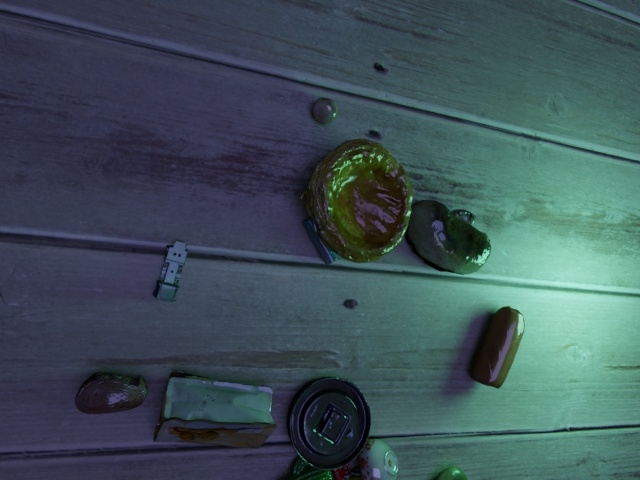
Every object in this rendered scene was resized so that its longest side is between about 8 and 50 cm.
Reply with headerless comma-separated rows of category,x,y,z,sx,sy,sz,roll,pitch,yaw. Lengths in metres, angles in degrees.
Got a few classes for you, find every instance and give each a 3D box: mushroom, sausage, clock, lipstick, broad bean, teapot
mushroom,0.015,-0.411,1.476,0.084,0.084,0.067,41,37,-16
sausage,0.653,0.385,1.702,0.121,0.121,0.304,27,82,-19
clock,0.028,0.576,1.488,0.281,0.055,0.280,3,80,-20
lipstick,0.000,0.000,1.491,0.048,0.048,0.157,-32,102,-17
broad bean,0.459,0.925,1.662,0.169,0.100,0.227,28,70,-27
mushroom,0.458,-0.011,1.617,0.344,0.130,0.247,39,83,-17
teapot,0.197,0.750,1.532,0.116,0.159,0.245,-23,83,21

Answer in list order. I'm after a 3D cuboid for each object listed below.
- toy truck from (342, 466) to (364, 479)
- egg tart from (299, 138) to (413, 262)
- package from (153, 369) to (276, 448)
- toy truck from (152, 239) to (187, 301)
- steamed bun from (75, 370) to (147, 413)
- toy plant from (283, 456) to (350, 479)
toy truck,0.107,0.803,1.533,0.111,0.077,0.076,-4,93,-21
egg tart,0.115,-0.124,1.468,0.388,0.169,0.387,0,91,-26
package,-0.301,0.490,1.357,0.312,0.221,0.164,12,47,-18
toy truck,-0.418,0.087,1.322,0.067,0.081,0.175,18,85,-22
steamed bun,-0.555,0.403,1.246,0.175,0.145,0.106,2,75,-17
toy plant,-0.030,0.758,1.480,0.154,0.088,0.240,47,62,5
